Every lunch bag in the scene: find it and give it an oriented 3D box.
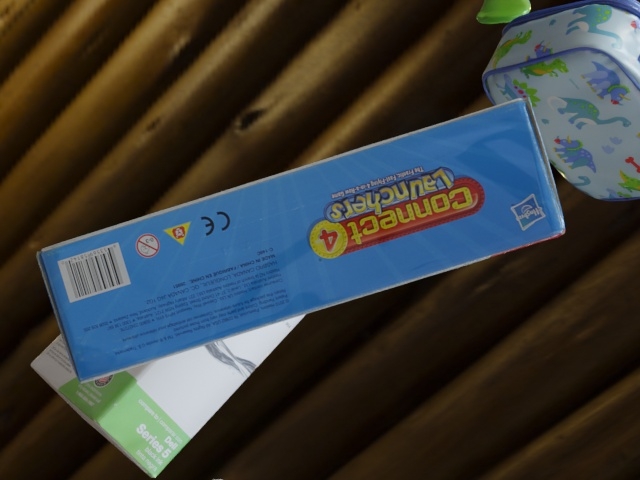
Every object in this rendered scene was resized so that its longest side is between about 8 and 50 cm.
[{"bbox_3d":[0.280,-0.132,1.368,0.176,0.219,0.090,-9,-133,52],"label":"lunch bag"}]

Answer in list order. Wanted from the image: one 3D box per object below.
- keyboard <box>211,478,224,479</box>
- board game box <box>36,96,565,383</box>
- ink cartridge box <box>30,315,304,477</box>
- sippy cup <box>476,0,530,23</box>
[{"bbox_3d":[-0.084,0.165,0.689,0.072,0.014,0.256,35,-40,-17],"label":"keyboard"},{"bbox_3d":[0.000,0.000,0.982,0.308,0.302,0.086,-17,-92,5],"label":"board game box"},{"bbox_3d":[-0.169,0.107,1.632,0.273,0.115,0.198,-46,-147,-13],"label":"ink cartridge box"},{"bbox_3d":[0.160,-0.380,1.481,0.305,0.224,0.240,36,-50,-18],"label":"sippy cup"}]
